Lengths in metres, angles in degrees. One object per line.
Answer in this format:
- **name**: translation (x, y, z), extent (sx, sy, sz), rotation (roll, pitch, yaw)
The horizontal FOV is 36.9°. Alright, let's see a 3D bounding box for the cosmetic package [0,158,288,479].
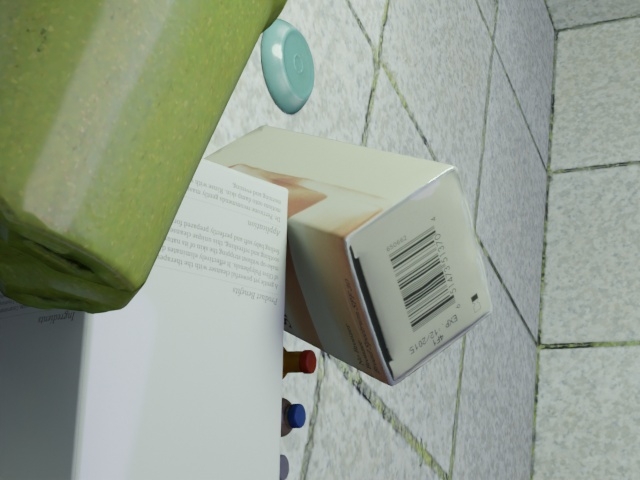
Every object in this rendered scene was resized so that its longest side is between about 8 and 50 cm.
- **cosmetic package**: translation (-0.143, 0.123, 0.712), extent (0.197, 0.155, 0.365), rotation (19, 68, -47)

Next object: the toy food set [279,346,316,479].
- **toy food set**: translation (-0.088, 0.182, 0.905), extent (0.232, 0.104, 0.111), rotation (-34, 115, -61)

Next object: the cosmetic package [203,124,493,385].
- **cosmetic package**: translation (0.000, 0.000, 0.886), extent (0.129, 0.296, 0.153), rotation (-32, 117, -25)

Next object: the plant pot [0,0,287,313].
- **plant pot**: translation (-0.154, -0.105, 0.534), extent (0.276, 0.276, 0.254), rotation (41, 57, -54)

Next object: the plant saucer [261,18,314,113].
- **plant saucer**: translation (-0.035, -0.218, 1.190), extent (0.119, 0.021, 0.119), rotation (20, 68, -62)
